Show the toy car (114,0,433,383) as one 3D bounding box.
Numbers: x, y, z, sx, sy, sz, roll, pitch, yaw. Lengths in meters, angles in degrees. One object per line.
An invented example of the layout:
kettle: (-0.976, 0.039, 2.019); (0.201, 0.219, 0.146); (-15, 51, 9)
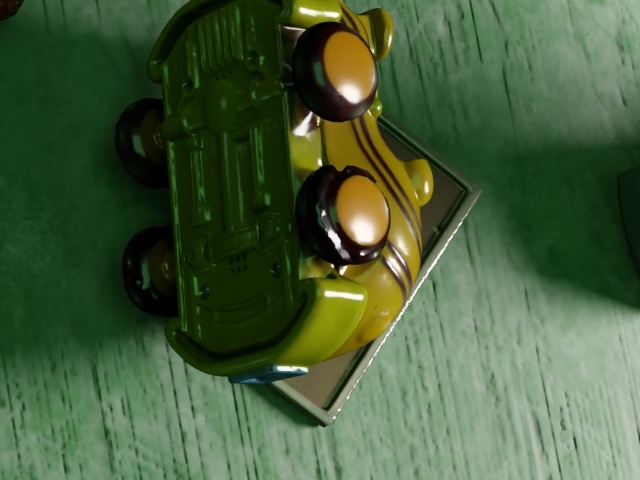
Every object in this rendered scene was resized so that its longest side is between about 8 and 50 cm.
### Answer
toy car: (-0.015, -0.037, 1.114); (0.142, 0.200, 0.248); (4, 79, -41)

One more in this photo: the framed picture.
framed picture: (0.000, 0.000, 1.209); (0.150, 0.015, 0.203); (37, 71, -10)

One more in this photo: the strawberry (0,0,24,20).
strawberry: (-0.227, -0.168, 1.111); (0.106, 0.106, 0.106); (4, 79, -20)

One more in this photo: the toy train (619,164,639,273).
toy train: (0.377, -0.047, 1.170); (0.237, 0.369, 0.150); (-16, 86, -19)
